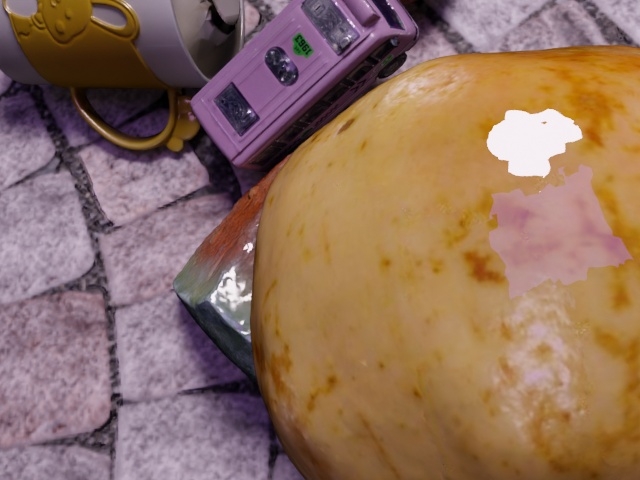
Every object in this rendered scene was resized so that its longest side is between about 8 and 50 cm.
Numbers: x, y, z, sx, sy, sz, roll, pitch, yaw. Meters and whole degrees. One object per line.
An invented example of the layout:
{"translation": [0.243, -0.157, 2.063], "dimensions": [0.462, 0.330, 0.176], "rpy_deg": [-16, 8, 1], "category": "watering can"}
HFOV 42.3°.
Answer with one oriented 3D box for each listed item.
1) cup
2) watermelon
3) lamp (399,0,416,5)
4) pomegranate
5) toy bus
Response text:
{"translation": [-0.196, -0.204, 0.801], "dimensions": [0.226, 0.185, 0.241], "rpy_deg": [-1, 99, 15], "category": "cup"}
{"translation": [0.000, 0.000, 0.713], "dimensions": [0.192, 0.140, 0.257], "rpy_deg": [34, 70, 12], "category": "watermelon"}
{"translation": [0.090, -0.309, 0.790], "dimensions": [0.215, 0.151, 0.223], "rpy_deg": [37, 77, 17], "category": "lamp"}
{"translation": [0.130, 0.051, 0.508], "dimensions": [0.342, 0.342, 0.343], "rpy_deg": [-3, 68, 9], "category": "pomegranate"}
{"translation": [-0.015, -0.154, 0.738], "dimensions": [0.199, 0.108, 0.096], "rpy_deg": [-40, 81, 19], "category": "toy bus"}
